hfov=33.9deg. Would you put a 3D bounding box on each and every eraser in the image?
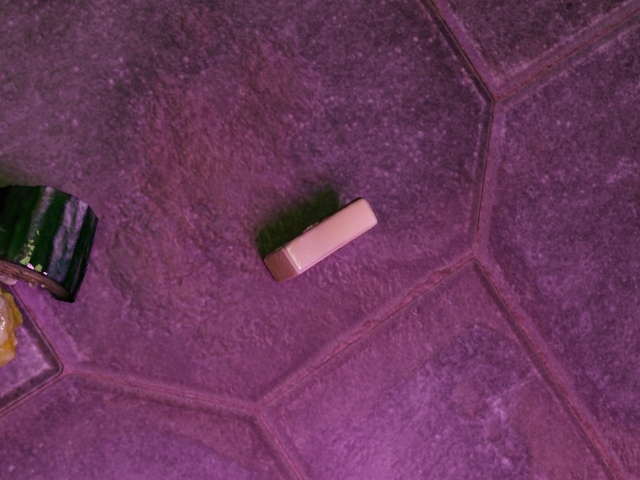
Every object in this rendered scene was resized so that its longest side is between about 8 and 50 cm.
[{"bbox_3d":[0.000,0.000,1.721,0.172,0.117,0.058,-32,91,-23],"label":"eraser"}]

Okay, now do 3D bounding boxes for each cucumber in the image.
[{"bbox_3d":[-0.426,0.005,1.535,0.191,0.191,0.130,19,64,-15],"label":"cucumber"}]

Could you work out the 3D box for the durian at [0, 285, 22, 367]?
[{"bbox_3d":[-0.562,0.079,1.424,0.256,0.339,0.204,11,64,24],"label":"durian"}]
